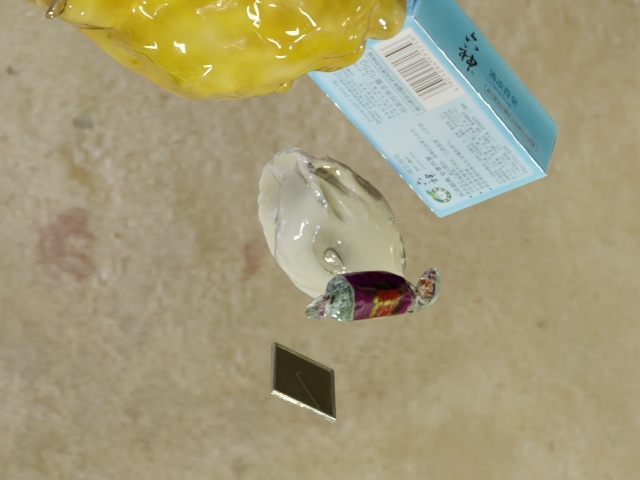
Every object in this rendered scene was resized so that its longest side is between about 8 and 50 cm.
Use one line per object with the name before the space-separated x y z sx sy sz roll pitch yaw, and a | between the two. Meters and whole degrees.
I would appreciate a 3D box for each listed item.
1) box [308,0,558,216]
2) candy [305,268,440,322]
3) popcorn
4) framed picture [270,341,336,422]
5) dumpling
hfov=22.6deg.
box | 0.114 -0.142 1.611 0.232 0.142 0.083 45 43 -27
candy | 0.049 0.051 1.528 0.175 0.043 0.045 -4 117 -45
popcorn | -0.070 -0.191 0.866 0.253 0.191 0.190 22 117 -32
framed picture | -0.015 0.127 1.444 0.066 0.089 0.007 26 112 -13
dumpling | 0.000 0.000 1.891 0.142 0.172 0.247 -46 116 -38
